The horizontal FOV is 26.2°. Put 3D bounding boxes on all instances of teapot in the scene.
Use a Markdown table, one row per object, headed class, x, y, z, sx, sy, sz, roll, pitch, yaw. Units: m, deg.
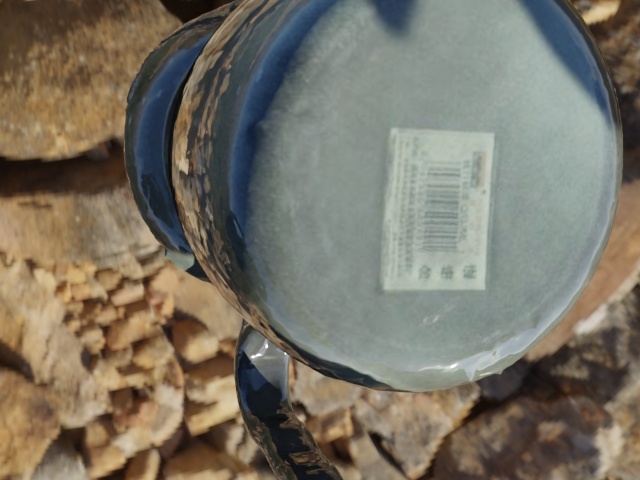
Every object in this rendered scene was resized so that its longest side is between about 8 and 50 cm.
| class | x | y | z | sx | sy | sz | roll | pitch | yaw |
| --- | --- | --- | --- | --- | --- | --- | --- | --- | --- |
| teapot | 0.017 | -0.015 | 0.777 | 0.223 | 0.285 | 0.305 | -30 | 109 | -19 |
